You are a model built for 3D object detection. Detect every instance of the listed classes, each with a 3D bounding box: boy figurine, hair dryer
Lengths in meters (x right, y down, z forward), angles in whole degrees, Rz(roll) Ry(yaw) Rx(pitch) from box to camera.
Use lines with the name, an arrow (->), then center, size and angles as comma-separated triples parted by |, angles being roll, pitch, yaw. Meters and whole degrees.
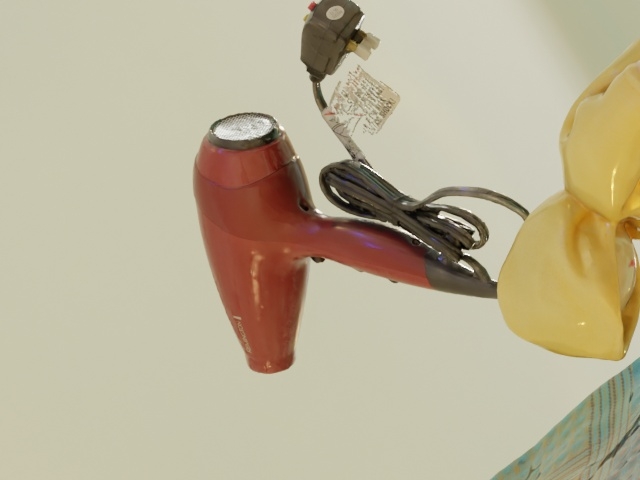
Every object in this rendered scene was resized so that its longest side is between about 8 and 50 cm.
boy figurine -> 0.193, -0.065, 1.063 | 0.092, 0.285, 0.177 | 29, 176, 18
hair dryer -> 0.000, 0.000, 1.267 | 0.080, 0.293, 0.223 | -26, -107, -37

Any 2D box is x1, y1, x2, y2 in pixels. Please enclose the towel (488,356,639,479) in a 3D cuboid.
towel -> 0.152, 0.170, 1.213 | 0.040, 0.370, 0.271 | 43, -154, -3
